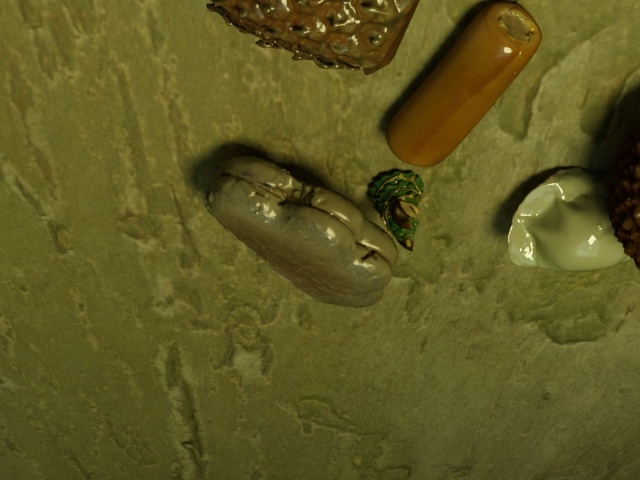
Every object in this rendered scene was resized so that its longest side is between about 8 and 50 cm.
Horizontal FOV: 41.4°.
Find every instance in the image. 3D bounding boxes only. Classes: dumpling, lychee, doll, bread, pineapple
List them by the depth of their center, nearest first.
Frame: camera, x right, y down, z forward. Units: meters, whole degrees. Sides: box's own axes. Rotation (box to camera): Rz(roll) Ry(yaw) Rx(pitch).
[{"bbox_3d":[-0.063,-0.291,0.797,0.361,0.202,0.202,18,139,-4],"label":"pineapple"},{"bbox_3d":[0.171,-0.180,1.031,0.092,0.074,0.239,19,136,-20],"label":"bread"},{"bbox_3d":[0.491,-0.070,1.072,0.267,0.268,0.268,-3,142,-2],"label":"lychee"},{"bbox_3d":[0.000,-0.005,1.170,0.183,0.102,0.337,2,153,41],"label":"bread"},{"bbox_3d":[0.101,-0.038,1.178,0.076,0.113,0.078,4,143,12],"label":"doll"},{"bbox_3d":[0.381,-0.033,1.224,0.228,0.124,0.152,-6,106,-7],"label":"dumpling"}]
